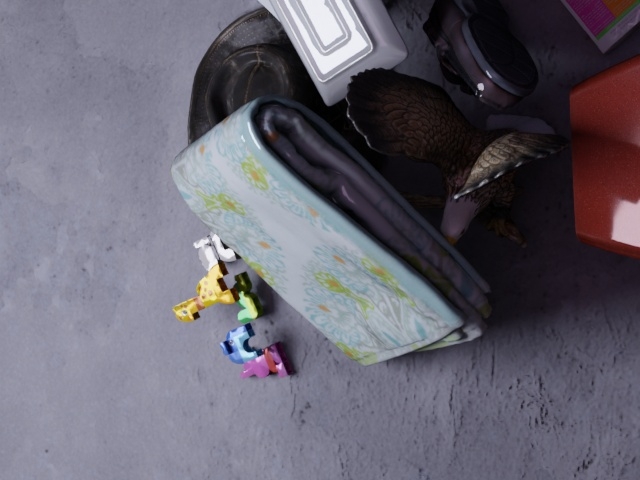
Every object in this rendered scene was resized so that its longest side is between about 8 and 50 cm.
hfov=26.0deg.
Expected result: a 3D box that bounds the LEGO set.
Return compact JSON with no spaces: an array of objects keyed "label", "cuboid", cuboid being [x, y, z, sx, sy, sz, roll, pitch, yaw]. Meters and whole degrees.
[{"label":"LEGO set","cuboid":[-0.137,0.099,1.872,0.093,0.087,0.227,-24,88,23]}]

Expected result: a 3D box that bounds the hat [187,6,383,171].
[{"label":"hat","cuboid":[-0.068,-0.157,1.828,0.331,0.134,0.331,0,91,22]}]

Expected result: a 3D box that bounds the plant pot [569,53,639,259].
[{"label":"plant pot","cuboid":[0.428,-0.093,1.563,0.235,0.267,0.267,-2,90,38]}]

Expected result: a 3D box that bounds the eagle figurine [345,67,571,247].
[{"label":"eagle figurine","cuboid":[0.174,-0.092,1.613,0.226,0.298,0.225,-17,60,7]}]

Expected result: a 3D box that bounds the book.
[{"label":"book","cuboid":[0.343,-0.314,1.704,0.096,0.035,0.144,-40,76,22]}]

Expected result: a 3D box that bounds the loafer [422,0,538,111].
[{"label":"loafer","cuboid":[0.184,-0.224,1.665,0.109,0.302,0.095,27,117,-21]}]

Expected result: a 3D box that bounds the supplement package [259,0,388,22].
[{"label":"supplement package","cuboid":[0.008,-0.392,1.753,0.194,0.149,0.203,46,127,15]}]

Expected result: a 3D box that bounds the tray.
[{"label":"tray","cuboid":[-0.011,-0.308,1.679,0.145,0.030,0.270,-28,90,37]}]

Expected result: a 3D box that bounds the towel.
[{"label":"towel","cuboid":[0.000,0.000,1.664,0.374,0.320,0.090,44,65,-10]}]
